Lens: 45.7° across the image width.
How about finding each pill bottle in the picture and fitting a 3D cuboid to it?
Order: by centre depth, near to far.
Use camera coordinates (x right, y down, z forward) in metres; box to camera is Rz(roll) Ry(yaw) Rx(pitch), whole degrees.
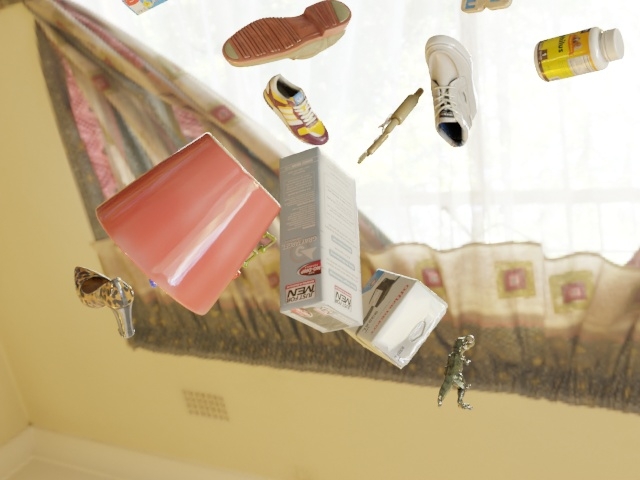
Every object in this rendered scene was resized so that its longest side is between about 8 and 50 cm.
[{"bbox_3d":[0.686,-0.497,2.017,0.215,0.117,0.117,-6,-161,39],"label":"pill bottle"}]

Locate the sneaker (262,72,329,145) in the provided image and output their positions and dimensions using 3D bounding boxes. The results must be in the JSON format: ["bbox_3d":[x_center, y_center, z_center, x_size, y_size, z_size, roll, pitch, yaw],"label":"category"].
[{"bbox_3d":[-0.048,-0.284,1.668,0.069,0.185,0.084,-50,-175,-24],"label":"sneaker"}]

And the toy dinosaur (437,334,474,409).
[{"bbox_3d":[0.345,0.361,1.927,0.064,0.118,0.268,-14,-151,34],"label":"toy dinosaur"}]

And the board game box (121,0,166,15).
[{"bbox_3d":[-0.419,-0.803,2.014,0.302,0.308,0.086,-22,166,11],"label":"board game box"}]

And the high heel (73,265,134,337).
[{"bbox_3d":[-0.528,0.095,1.828,0.093,0.186,0.261,-30,-125,-31],"label":"high heel"}]

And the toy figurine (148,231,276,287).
[{"bbox_3d":[-0.315,0.055,1.942,0.362,0.191,0.217,-34,-176,22],"label":"toy figurine"}]

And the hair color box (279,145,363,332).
[{"bbox_3d":[0.000,0.000,1.717,0.113,0.374,0.185,-15,152,27],"label":"hair color box"}]

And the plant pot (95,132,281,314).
[{"bbox_3d":[-0.221,-0.043,1.376,0.243,0.275,0.275,-44,-157,-1],"label":"plant pot"}]

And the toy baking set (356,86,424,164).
[{"bbox_3d":[0.156,-0.267,1.711,0.256,0.030,0.197,-51,-173,-29],"label":"toy baking set"}]

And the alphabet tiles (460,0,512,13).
[{"bbox_3d":[0.432,-0.706,1.886,0.278,0.284,0.021,6,174,43],"label":"alphabet tiles"}]

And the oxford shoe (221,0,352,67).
[{"bbox_3d":[-0.091,-0.552,2.158,0.397,0.140,0.146,-21,157,-18],"label":"oxford shoe"}]

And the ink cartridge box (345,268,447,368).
[{"bbox_3d":[0.202,0.218,2.214,0.223,0.129,0.307,-52,-165,-7],"label":"ink cartridge box"}]

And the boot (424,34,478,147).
[{"bbox_3d":[0.276,-0.305,1.600,0.095,0.258,0.123,-1,-119,28],"label":"boot"}]
